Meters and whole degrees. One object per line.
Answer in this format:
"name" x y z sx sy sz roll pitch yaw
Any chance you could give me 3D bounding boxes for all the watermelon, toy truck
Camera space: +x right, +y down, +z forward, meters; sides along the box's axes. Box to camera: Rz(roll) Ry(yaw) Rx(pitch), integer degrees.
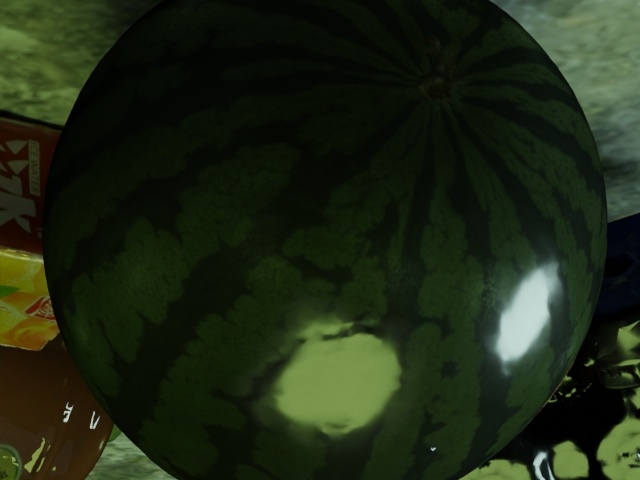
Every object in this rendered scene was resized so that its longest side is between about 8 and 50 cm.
"watermelon" 0.000 0.000 0.693 0.212 0.212 0.212 -1 154 0
"toy truck" 0.110 0.059 0.870 0.213 0.177 0.161 -17 121 11

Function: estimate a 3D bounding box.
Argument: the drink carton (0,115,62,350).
"drink carton" -0.202 -0.018 0.798 0.223 0.071 0.096 14 148 -28

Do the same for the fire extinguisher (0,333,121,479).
"fire extinguisher" -0.222 0.048 0.925 0.376 0.113 0.200 15 -168 -27
